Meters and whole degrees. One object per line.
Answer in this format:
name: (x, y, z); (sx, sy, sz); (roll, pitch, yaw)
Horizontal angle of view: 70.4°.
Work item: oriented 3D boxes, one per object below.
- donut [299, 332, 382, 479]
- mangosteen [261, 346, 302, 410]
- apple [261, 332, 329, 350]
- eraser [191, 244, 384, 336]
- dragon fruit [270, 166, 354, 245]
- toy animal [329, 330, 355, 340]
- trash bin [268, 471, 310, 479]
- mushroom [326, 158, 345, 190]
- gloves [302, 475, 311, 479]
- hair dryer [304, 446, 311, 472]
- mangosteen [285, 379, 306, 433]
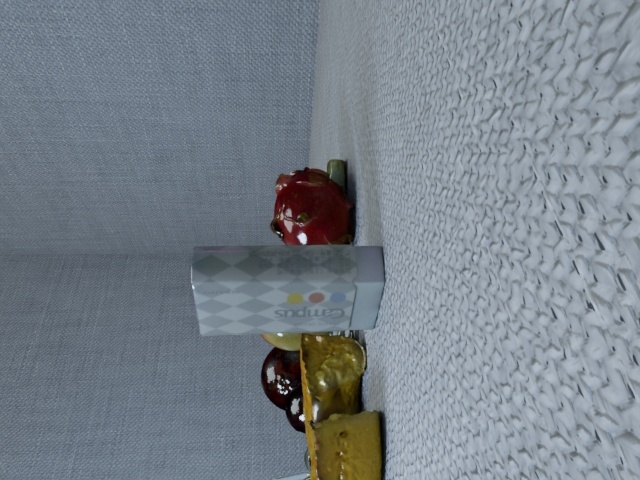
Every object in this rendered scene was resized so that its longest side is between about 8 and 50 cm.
donut: (0.044, 0.463, 1.132); (0.435, 0.163, 0.378); (-103, 12, -58)
mangosteen: (-0.101, 0.587, 2.013); (0.359, 0.306, 0.306); (-1, -89, -75)
apple: (-0.081, 0.248, 1.654); (0.277, 0.319, 0.319); (58, -155, -61)
eraser: (-0.069, 0.111, 0.988); (0.082, 0.396, 0.213); (-97, 9, -47)
dragon fruit: (-0.027, -0.069, 1.329); (0.250, 0.250, 0.315); (118, 160, -79)
toy animal: (0.067, 0.326, 1.336); (0.217, 0.073, 0.176); (104, 159, -52)
trash bin: (-0.070, 1.018, 1.567); (0.296, 0.255, 0.368); (-97, -5, -61)
mushroom: (0.046, -0.107, 1.479); (0.100, 0.081, 0.312); (-161, 74, -81)
gloves: (0.037, 0.762, 1.305); (0.331, 0.141, 0.154); (123, 130, -77)
hair dryer: (0.020, 0.689, 1.699); (0.203, 0.128, 0.362); (103, 173, -66)
mangosteen: (0.005, 0.556, 1.461); (0.250, 0.211, 0.211); (55, 164, 15)
